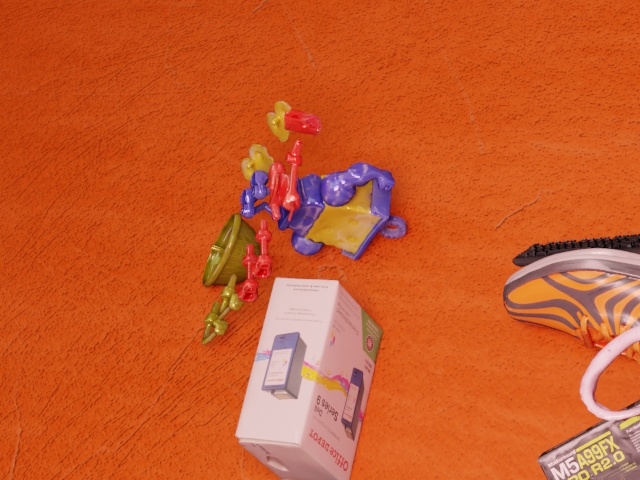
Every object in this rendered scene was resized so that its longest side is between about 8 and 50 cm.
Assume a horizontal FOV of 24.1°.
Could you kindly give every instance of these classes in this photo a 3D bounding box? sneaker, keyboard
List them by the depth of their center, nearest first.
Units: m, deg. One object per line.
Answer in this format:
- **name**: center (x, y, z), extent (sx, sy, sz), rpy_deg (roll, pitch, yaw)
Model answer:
- **sneaker**: center (0.348, 0.112, 1.668), extent (0.321, 0.124, 0.180), rpy_deg (-2, 61, 27)
- **keyboard**: center (0.326, 0.008, 1.762), extent (0.180, 0.108, 0.023), rpy_deg (-5, 94, 30)

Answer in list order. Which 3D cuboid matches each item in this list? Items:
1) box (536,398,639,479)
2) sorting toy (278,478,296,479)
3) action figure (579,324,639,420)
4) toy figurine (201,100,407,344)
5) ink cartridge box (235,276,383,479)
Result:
- **box**: center (0.393, 0.253, 1.544), extent (0.270, 0.060, 0.216), rpy_deg (-31, 81, 9)
- **sorting toy**: center (0.035, 0.370, 1.698), extent (0.208, 0.038, 0.193), rpy_deg (5, 63, 2)
- **action figure**: center (0.458, 0.204, 1.348), extent (0.248, 0.276, 0.370), rpy_deg (-55, 44, 35)
- **toy figurine**: center (0.000, 0.000, 1.908), extent (0.362, 0.217, 0.191), rpy_deg (123, 150, -49)
- **ink cartridge box**: center (-0.010, 0.172, 1.808), extent (0.093, 0.154, 0.212), rpy_deg (3, 63, 28)
